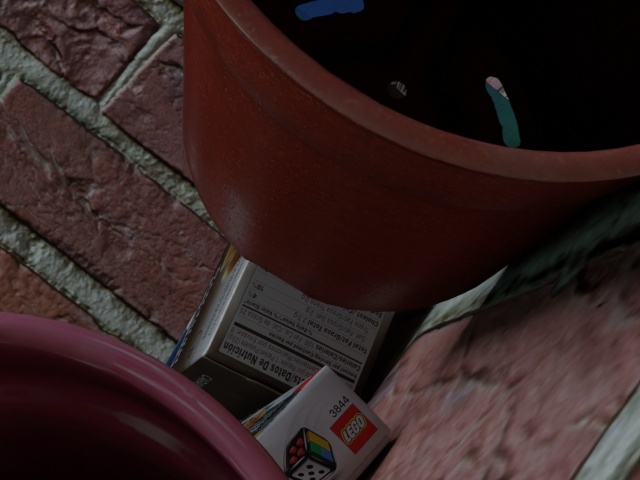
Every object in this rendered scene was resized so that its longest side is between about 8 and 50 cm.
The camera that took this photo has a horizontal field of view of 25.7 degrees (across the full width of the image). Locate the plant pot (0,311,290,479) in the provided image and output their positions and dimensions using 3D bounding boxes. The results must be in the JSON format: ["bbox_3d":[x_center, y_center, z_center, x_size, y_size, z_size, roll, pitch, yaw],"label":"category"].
[{"bbox_3d":[-0.084,0.138,0.398,0.201,0.201,0.180,-52,-13,-13],"label":"plant pot"}]

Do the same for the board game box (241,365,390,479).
[{"bbox_3d":[-0.088,0.180,0.769,0.193,0.053,0.305,-44,0,-26],"label":"board game box"}]

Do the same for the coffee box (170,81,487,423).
[{"bbox_3d":[0.000,0.000,0.898,0.246,0.098,0.141,-66,9,-21],"label":"coffee box"}]

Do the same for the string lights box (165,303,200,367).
[{"bbox_3d":[-0.084,0.109,1.135,0.260,0.076,0.133,-58,-1,42],"label":"string lights box"}]

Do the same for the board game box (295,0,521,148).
[{"bbox_3d":[0.055,-0.132,1.040,0.047,0.210,0.160,-52,3,2],"label":"board game box"}]

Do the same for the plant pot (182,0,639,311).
[{"bbox_3d":[0.050,-0.101,0.629,0.272,0.272,0.265,-53,-4,-23],"label":"plant pot"}]
